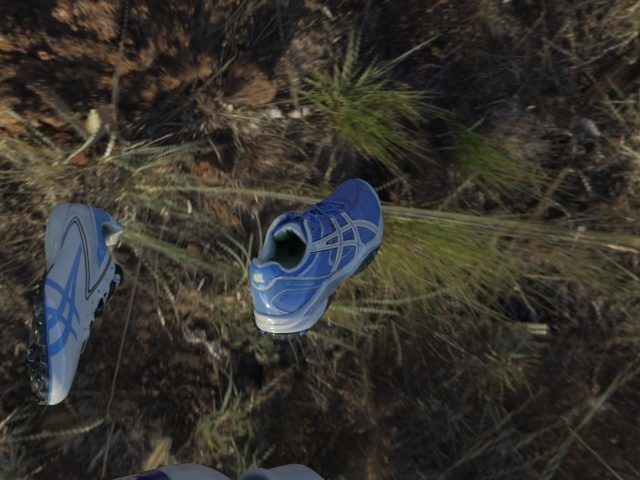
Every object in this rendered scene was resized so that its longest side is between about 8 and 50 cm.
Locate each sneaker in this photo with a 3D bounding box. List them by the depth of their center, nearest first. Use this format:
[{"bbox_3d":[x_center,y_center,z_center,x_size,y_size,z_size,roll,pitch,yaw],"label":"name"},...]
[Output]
[{"bbox_3d":[0.000,0.000,0.888,0.080,0.211,0.081,6,131,28],"label":"sneaker"},{"bbox_3d":[-0.239,0.055,0.905,0.086,0.237,0.085,13,135,-17],"label":"sneaker"}]

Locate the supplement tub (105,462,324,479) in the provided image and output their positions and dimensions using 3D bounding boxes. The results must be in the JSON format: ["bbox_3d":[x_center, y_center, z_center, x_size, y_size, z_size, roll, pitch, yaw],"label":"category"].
[{"bbox_3d":[-0.143,0.269,0.536,0.331,0.241,0.241,-9,100,-25],"label":"supplement tub"}]
